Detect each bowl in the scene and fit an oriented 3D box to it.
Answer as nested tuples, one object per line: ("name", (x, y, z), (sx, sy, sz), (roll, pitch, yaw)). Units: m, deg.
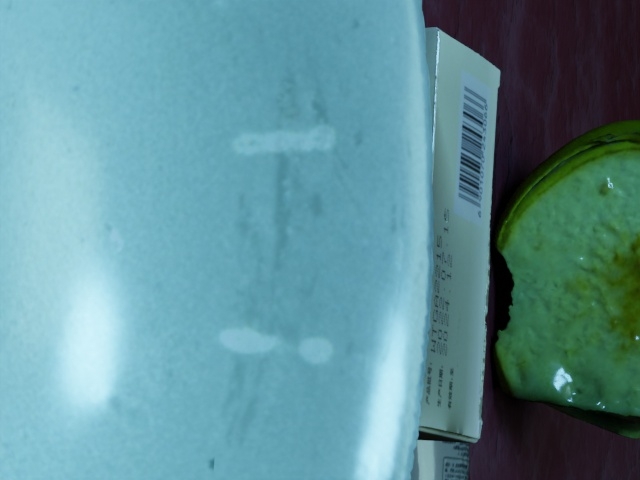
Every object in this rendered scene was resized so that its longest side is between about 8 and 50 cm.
("bowl", (-0.111, -0.007, 0.729), (0.435, 0.196, 0.434), (0, 90, -70))

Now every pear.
("pear", (0.268, 0.028, 1.835), (0.282, 0.176, 0.286), (-15, 109, -72))

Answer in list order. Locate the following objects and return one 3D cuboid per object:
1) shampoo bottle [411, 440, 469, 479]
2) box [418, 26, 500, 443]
("shampoo bottle", (0.065, 0.136, 1.398), (0.127, 0.078, 0.257), (25, 68, -66))
("box", (0.000, 0.000, 1.079), (0.095, 0.168, 0.212), (22, 70, -64))
